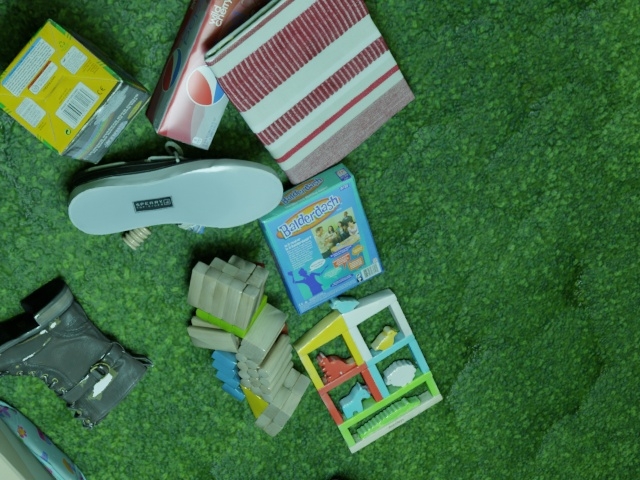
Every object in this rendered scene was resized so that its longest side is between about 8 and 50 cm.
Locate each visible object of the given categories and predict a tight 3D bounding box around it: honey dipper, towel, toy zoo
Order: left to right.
[{"bbox_3d":[-0.235,-0.053,1.745,0.160,0.030,0.030,-46,121,-2],"label":"honey dipper"},{"bbox_3d":[-0.010,-0.236,1.681,0.237,0.037,0.329,-40,142,-2],"label":"towel"},{"bbox_3d":[0.076,0.210,1.979,0.192,0.030,0.293,-31,120,-6],"label":"toy zoo"}]

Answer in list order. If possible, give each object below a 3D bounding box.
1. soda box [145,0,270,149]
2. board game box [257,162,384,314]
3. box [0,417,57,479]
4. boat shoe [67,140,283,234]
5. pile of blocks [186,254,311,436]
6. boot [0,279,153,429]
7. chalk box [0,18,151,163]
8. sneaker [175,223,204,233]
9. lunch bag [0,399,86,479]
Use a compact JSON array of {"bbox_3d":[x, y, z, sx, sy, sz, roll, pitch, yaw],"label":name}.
[{"bbox_3d":[-0.157,-0.269,1.639,0.083,0.092,0.263,17,106,-26],"label":"soda box"},{"bbox_3d":[0.000,0.000,1.826,0.160,0.047,0.210,-27,131,-9],"label":"board game box"},{"bbox_3d":[-0.467,0.375,1.661,0.148,0.121,0.311,-35,120,-3],"label":"box"},{"bbox_3d":[-0.211,-0.079,1.678,0.306,0.105,0.113,-10,128,-1],"label":"boat shoe"},{"bbox_3d":[-0.113,0.151,1.853,0.112,0.149,0.362,-57,144,-42],"label":"pile of blocks"},{"bbox_3d":[-0.409,0.209,1.753,0.263,0.091,0.229,-37,120,-6],"label":"boot"},{"bbox_3d":[-0.328,-0.196,1.563,0.132,0.213,0.132,40,93,3],"label":"chalk box"},{"bbox_3d":[-0.161,-0.065,1.760,0.135,0.052,0.058,-45,131,11],"label":"sneaker"},{"bbox_3d":[-0.509,0.390,1.787,0.224,0.108,0.279,-39,121,0],"label":"lunch bag"}]
